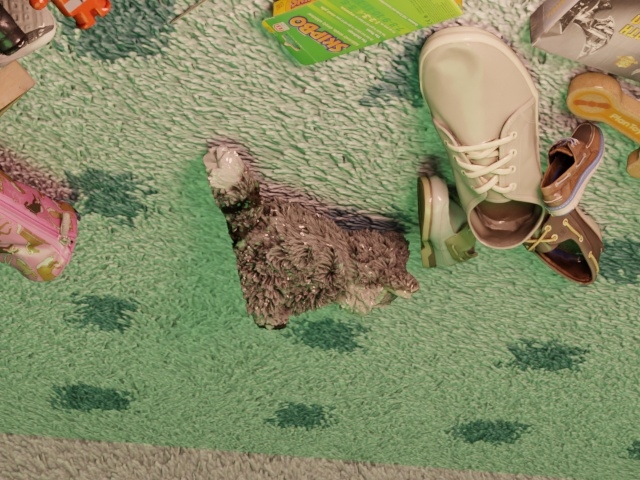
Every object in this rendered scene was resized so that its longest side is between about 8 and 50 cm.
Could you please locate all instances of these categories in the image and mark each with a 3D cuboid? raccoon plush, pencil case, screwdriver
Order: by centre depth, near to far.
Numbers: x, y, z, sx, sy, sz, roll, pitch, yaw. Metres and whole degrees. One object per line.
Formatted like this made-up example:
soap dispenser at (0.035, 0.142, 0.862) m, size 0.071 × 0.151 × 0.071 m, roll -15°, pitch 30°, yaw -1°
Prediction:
screwdriver at (-0.158, -0.334, 1.831) m, size 0.025 × 0.024 × 0.170 m, roll 46°, pitch 137°, yaw -15°
pencil case at (-0.577, -0.069, 2.195) m, size 0.167 × 0.160 × 0.386 m, roll -34°, pitch 139°, yaw 18°
raccoon plush at (0.000, 0.000, 2.270) m, size 0.299 × 0.216 × 0.446 m, roll -12°, pitch 150°, yaw 7°

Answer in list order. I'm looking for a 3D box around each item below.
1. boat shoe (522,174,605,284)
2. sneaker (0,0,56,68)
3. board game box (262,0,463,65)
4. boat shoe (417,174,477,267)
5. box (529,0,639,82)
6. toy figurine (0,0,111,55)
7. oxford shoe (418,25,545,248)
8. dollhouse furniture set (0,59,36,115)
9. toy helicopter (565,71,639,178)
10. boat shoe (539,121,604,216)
boat shoe at (0.401, -0.020, 2.304) m, size 0.117 × 0.096 × 0.324 m, roll -17°, pitch 147°, yaw 32°
sneaker at (-0.498, -0.284, 1.881) m, size 0.297 × 0.111 × 0.129 m, roll -8°, pitch 166°, yaw 25°
board game box at (0.056, -0.321, 1.831) m, size 0.259 × 0.039 × 0.124 m, roll -17°, pitch 146°, yaw 25°
boat shoe at (0.223, -0.036, 2.282) m, size 0.103 × 0.113 × 0.302 m, roll -3°, pitch 162°, yaw 5°
box at (0.435, -0.307, 1.818) m, size 0.231 × 0.056 × 0.183 m, roll 15°, pitch 148°, yaw -22°
toy figurine at (-0.349, -0.354, 1.611) m, size 0.213 × 0.209 × 0.148 m, roll -11°, pitch 134°, yaw 33°
oxford shoe at (0.260, -0.145, 2.013) m, size 0.169 × 0.130 × 0.449 m, roll -6°, pitch 139°, yaw 17°
dollhouse furniture set at (-0.521, -0.245, 1.720) m, size 0.212 × 0.161 × 0.242 m, roll -35°, pitch 101°, yaw 30°
toy helicopter at (0.537, -0.166, 2.006) m, size 0.355 × 0.140 × 0.235 m, roll 25°, pitch 149°, yaw -20°
boat shoe at (0.392, -0.126, 2.043) m, size 0.066 × 0.183 × 0.066 m, roll -10°, pitch 133°, yaw 42°
